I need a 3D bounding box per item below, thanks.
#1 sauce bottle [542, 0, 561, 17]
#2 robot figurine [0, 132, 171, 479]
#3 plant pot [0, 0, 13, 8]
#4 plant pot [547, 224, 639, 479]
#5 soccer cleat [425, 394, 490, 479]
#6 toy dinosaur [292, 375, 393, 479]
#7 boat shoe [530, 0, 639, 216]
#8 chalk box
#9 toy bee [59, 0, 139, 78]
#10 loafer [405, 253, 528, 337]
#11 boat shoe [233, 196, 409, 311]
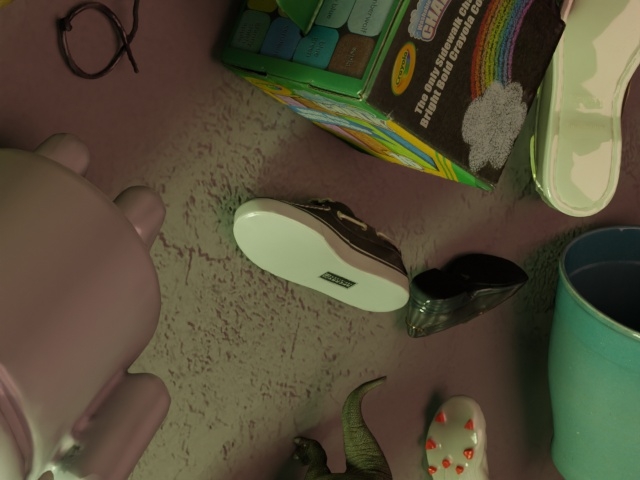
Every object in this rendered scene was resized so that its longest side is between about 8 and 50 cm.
[{"bbox_3d":[0.185,-0.312,1.445,0.111,0.111,0.344,-48,148,-23],"label":"sauce bottle"},{"bbox_3d":[-0.248,0.073,1.080,0.353,0.300,0.199,-52,172,-42],"label":"robot figurine"},{"bbox_3d":[-0.248,-0.263,0.983,0.237,0.237,0.254,-51,166,-21],"label":"plant pot"},{"bbox_3d":[0.378,0.158,1.737,0.272,0.272,0.255,-18,129,-40],"label":"plant pot"},{"bbox_3d":[0.155,0.252,1.676,0.076,0.068,0.196,-29,124,-53],"label":"soccer cleat"},{"bbox_3d":[0.007,0.280,1.462,0.313,0.160,0.121,-50,132,-21],"label":"toy dinosaur"},{"bbox_3d":[0.287,-0.180,1.649,0.109,0.091,0.305,9,95,-9],"label":"boat shoe"},{"bbox_3d":[0.048,-0.189,1.335,0.289,0.179,0.180,30,82,-48],"label":"chalk box"},{"bbox_3d":[-0.086,-0.271,1.200,0.195,0.162,0.298,-16,113,-43],"label":"toy bee"},{"bbox_3d":[0.151,0.058,1.618,0.170,0.062,0.061,-11,132,-39],"label":"loafer"},{"bbox_3d":[0.000,0.000,1.440,0.219,0.078,0.070,30,46,-42],"label":"boat shoe"}]
